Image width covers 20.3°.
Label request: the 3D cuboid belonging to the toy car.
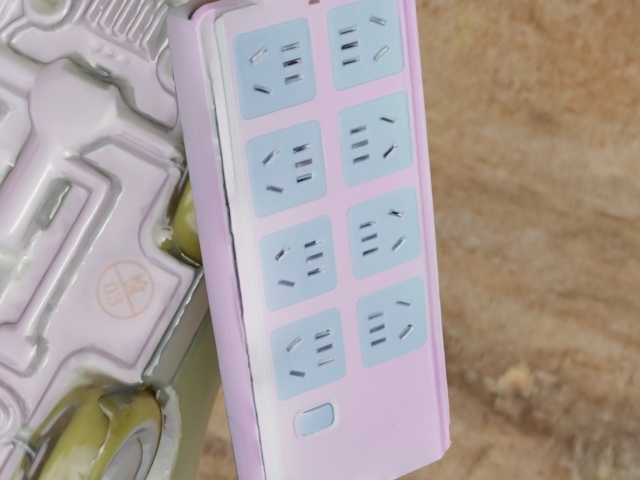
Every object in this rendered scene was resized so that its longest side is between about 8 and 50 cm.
[{"bbox_3d":[-0.141,0.020,0.954,0.242,0.336,0.226,25,174,15],"label":"toy car"}]

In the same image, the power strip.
[{"bbox_3d":[0.000,0.000,0.818,0.037,0.109,0.278,29,133,53],"label":"power strip"}]
